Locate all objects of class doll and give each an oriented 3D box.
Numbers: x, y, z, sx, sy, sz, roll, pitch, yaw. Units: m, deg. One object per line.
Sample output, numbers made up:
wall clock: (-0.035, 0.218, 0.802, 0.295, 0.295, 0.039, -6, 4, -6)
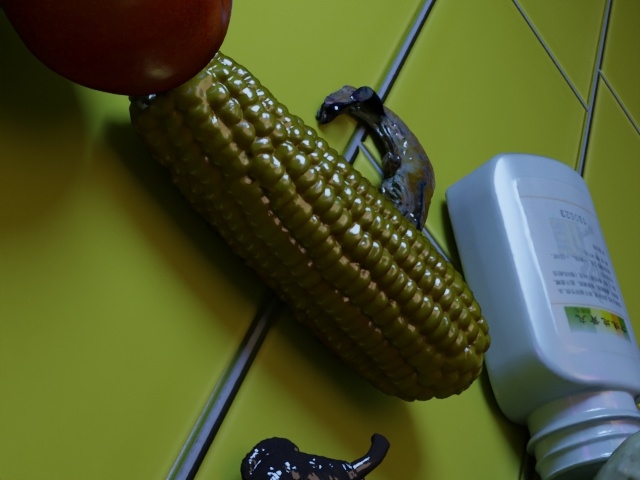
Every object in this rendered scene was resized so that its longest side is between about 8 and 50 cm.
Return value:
doll: (-0.002, 0.198, 0.808, 0.165, 0.057, 0.139, 3, 65, -47)

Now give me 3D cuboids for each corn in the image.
corn: (0.000, 0.000, 0.911, 0.363, 0.120, 0.120, 43, 35, -23)

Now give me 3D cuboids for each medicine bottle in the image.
medicine bottle: (0.234, 0.081, 1.194, 0.179, 0.124, 0.324, 15, 52, -41)

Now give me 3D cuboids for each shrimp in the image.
shrimp: (0.057, -0.070, 1.119, 0.152, 0.046, 0.219, 46, 30, -28)

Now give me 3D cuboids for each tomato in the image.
tomato: (-0.133, -0.181, 0.755, 0.195, 0.136, 0.195, -14, 90, -86)

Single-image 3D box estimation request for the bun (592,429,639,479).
bun: (0.330, 0.279, 1.028, 0.364, 0.364, 0.202, 32, -1, -41)
